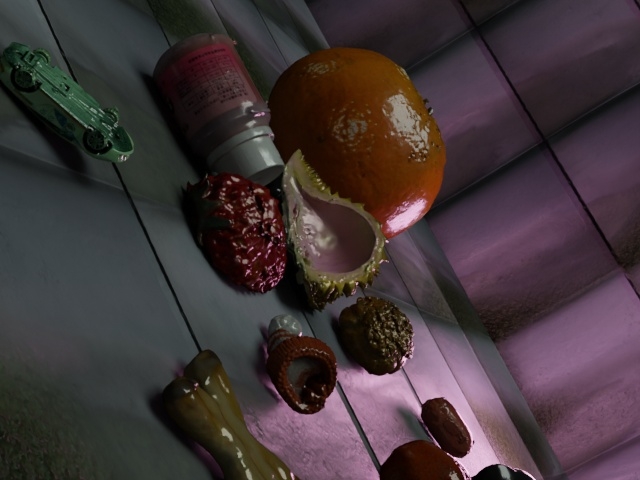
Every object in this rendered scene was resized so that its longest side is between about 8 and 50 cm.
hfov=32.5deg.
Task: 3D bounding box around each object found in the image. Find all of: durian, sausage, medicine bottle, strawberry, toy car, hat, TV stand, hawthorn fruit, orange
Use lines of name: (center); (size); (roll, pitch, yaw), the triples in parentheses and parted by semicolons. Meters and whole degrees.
durian: (0.002, 0.015, 1.892); (0.195, 0.186, 0.305); (101, -23, -46)
sausage: (0.251, 0.369, 2.172); (0.141, 0.076, 0.076); (56, 12, -11)
medicine bottle: (-0.157, -0.198, 1.747); (0.247, 0.147, 0.147); (62, 12, 11)
strawberry: (-0.096, -0.017, 1.628); (0.236, 0.111, 0.190); (42, 18, -55)
toy car: (-0.298, -0.152, 1.274); (0.186, 0.058, 0.093); (42, 18, -19)
hat: (-0.040, 0.159, 1.540); (0.112, 0.094, 0.162); (63, -10, -29)
TV stand: (-0.085, -0.060, 1.947); (0.042, 0.036, 0.249); (54, 13, -23)
hawthorn fruit: (0.152, 0.370, 1.668); (0.138, 0.133, 0.133); (47, 5, 29)
orange: (0.082, -0.207, 2.280); (0.424, 0.326, 0.424); (54, 15, -22)

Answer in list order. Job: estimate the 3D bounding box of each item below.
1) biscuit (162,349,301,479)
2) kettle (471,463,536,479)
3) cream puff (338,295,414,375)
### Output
biscuit: (-0.094, 0.226, 1.200); (0.207, 0.047, 0.164); (58, 13, -3)
kettle: (0.343, 0.557, 1.802); (0.262, 0.203, 0.308); (48, 13, -34)
cream puff: (0.106, 0.168, 1.974); (0.150, 0.115, 0.165); (53, 14, -8)
